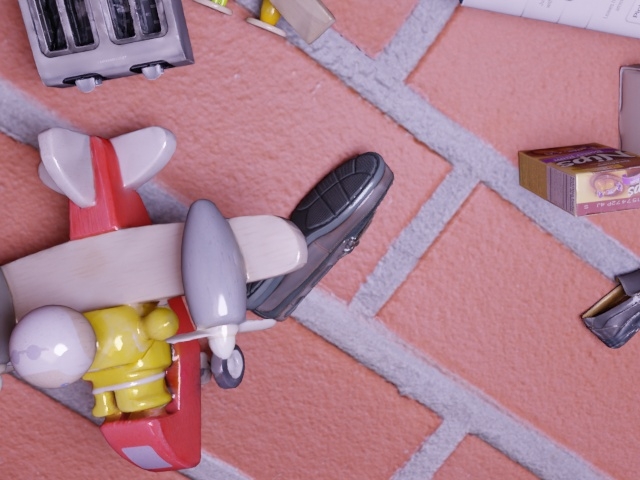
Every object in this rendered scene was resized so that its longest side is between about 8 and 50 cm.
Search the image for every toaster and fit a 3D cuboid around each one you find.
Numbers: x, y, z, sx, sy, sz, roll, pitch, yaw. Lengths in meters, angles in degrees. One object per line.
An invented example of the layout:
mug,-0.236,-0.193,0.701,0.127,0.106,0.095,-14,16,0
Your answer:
toaster,-0.241,-0.269,0.824,0.168,0.110,0.186,-11,106,-3

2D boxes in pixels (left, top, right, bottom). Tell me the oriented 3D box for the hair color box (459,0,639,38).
hair color box,0.343,-0.333,0.824,0.347,0.105,0.174,8,133,-8

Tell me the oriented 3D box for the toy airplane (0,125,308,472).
toy airplane,-0.246,0.057,0.828,0.384,0.272,0.386,34,115,7

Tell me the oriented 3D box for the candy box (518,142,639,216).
candy box,0.323,-0.078,0.883,0.109,0.187,0.053,-7,107,-3

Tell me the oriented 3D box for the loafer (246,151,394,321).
loafer,0.000,0.000,0.941,0.267,0.096,0.084,-44,124,14

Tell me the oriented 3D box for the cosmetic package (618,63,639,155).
cosmetic package,0.543,-0.156,0.910,0.296,0.129,0.153,-9,108,-2

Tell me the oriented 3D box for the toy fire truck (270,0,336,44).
toy fire truck,-0.053,-0.331,0.733,0.217,0.246,0.159,-17,68,37

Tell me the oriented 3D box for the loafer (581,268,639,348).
loafer,0.432,0.069,1.000,0.061,0.062,0.170,35,99,-8

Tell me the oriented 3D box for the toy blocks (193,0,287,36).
toy blocks,-0.072,-0.330,0.851,0.123,0.054,0.148,20,101,-8
